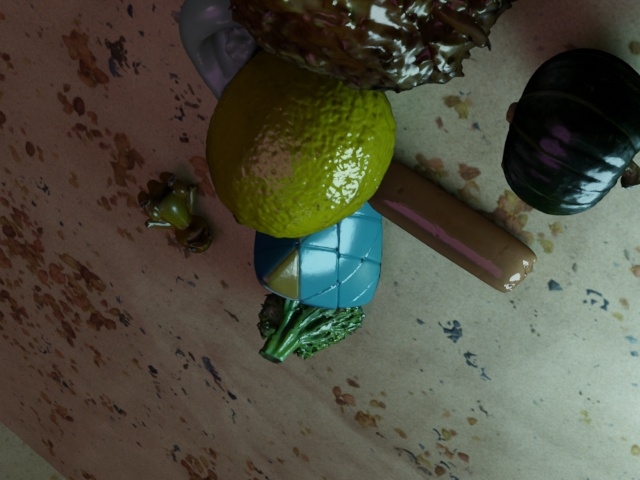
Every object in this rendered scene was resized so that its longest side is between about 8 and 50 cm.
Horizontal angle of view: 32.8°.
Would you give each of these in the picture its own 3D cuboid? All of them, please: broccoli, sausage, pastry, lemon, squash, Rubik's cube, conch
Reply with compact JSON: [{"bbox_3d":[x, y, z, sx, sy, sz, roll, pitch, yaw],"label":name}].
[{"bbox_3d":[-0.045,0.140,1.922,0.219,0.194,0.194,-8,118,51],"label":"broccoli"},{"bbox_3d":[0.191,-0.023,1.646,0.289,0.086,0.086,35,141,12],"label":"sausage"},{"bbox_3d":[0.061,-0.327,1.304,0.337,0.292,0.405,33,171,-3],"label":"pastry"},{"bbox_3d":[-0.031,-0.139,1.585,0.268,0.268,0.322,33,111,15],"label":"lemon"},{"bbox_3d":[0.314,-0.132,1.341,0.172,0.218,0.218,10,136,-1],"label":"squash"},{"bbox_3d":[0.000,0.000,1.739,0.254,0.254,0.255,24,137,25],"label":"Rubik's cube"},{"bbox_3d":[-0.117,-0.306,1.647,0.184,0.121,0.221,11,139,17],"label":"conch"}]

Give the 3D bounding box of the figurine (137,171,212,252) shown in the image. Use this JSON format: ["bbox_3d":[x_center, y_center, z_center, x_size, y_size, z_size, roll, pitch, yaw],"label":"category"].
[{"bbox_3d":[-0.273,-0.048,2.058,0.176,0.121,0.122,53,171,-24],"label":"figurine"}]
